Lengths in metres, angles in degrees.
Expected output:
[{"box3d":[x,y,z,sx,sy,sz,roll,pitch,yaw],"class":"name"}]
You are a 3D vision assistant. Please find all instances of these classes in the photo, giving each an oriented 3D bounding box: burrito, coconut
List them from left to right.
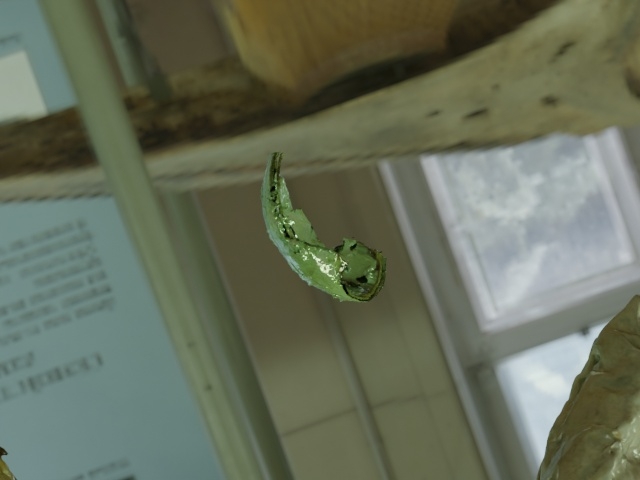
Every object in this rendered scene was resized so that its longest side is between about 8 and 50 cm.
[{"box3d":[-0.004,0.001,1.260,0.055,0.158,0.133,-36,-156,15],"class":"coconut"},{"box3d":[0.184,0.220,1.065,0.076,0.117,0.392,-2,-131,38],"class":"burrito"}]

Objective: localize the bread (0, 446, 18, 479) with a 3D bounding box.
[{"box3d":[-0.116,0.182,0.622,0.251,0.174,0.133,25,-175,0],"class":"bread"}]
